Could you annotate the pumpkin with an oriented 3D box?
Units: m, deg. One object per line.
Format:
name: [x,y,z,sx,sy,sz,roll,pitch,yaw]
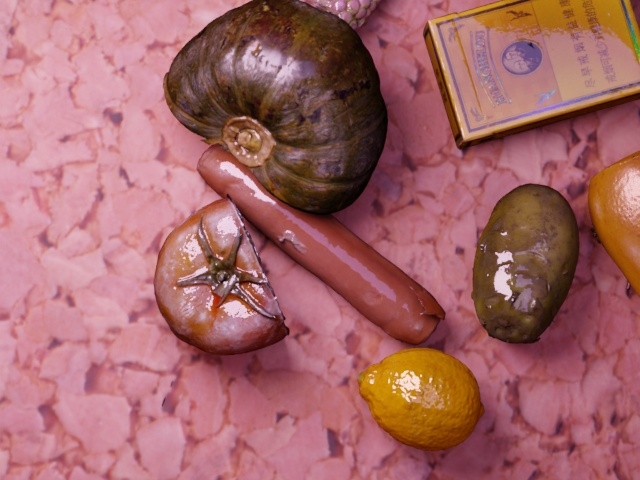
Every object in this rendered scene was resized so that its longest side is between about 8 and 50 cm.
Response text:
pumpkin: [-0.028,-0.214,1.454,0.325,0.242,0.232,37,123,-5]

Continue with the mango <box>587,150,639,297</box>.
mango: [0.519,-0.011,1.565,0.187,0.138,0.257,-27,81,1]

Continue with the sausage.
sausage: [0.000,0.000,1.511,0.419,0.094,0.094,40,95,-1]

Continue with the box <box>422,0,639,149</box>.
box: [0.325,-0.271,1.580,0.301,0.084,0.193,-16,84,-2]

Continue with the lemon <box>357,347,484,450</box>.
lemon: [0.141,0.219,1.480,0.187,0.142,0.142,16,81,1]

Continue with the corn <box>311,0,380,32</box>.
corn: [0.097,-0.458,1.577,0.126,0.126,0.335,29,84,-3]

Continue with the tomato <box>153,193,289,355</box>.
tomato: [-0.148,0.064,1.444,0.155,0.181,0.214,-25,83,-4]

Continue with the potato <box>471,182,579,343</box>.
potato: [0.300,0.031,1.544,0.149,0.113,0.251,12,72,1]
